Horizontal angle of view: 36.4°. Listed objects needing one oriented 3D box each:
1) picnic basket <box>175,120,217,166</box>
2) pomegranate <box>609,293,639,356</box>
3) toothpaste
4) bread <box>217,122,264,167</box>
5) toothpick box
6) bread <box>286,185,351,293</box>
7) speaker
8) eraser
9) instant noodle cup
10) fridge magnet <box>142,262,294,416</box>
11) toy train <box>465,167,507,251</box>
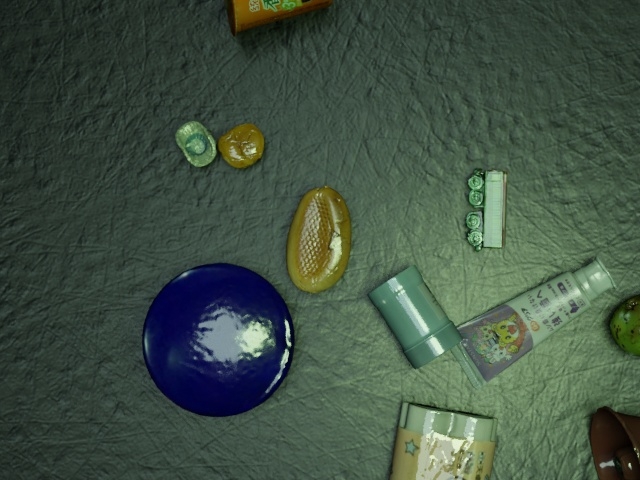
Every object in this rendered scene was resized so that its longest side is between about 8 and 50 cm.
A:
[{"bbox_3d":[-0.219,-0.174,1.728,0.065,0.083,0.083,-31,87,-5],"label":"picnic basket"},{"bbox_3d":[0.557,0.157,1.648,0.114,0.114,0.142,-39,113,0],"label":"pomegranate"},{"bbox_3d":[0.364,0.133,1.682,0.299,0.073,0.114,-33,84,8],"label":"toothpaste"},{"bbox_3d":[-0.141,-0.167,1.740,0.083,0.046,0.080,-2,83,4],"label":"bread"},{"bbox_3d":[0.162,0.131,1.672,0.101,0.101,0.153,-32,83,1],"label":"toothpick box"},{"bbox_3d":[0.000,0.000,1.706,0.114,0.077,0.189,8,87,24],"label":"bread"},{"bbox_3d":[0.637,0.383,1.592,0.330,0.198,0.259,-5,72,-5],"label":"speaker"},{"bbox_3d":[0.200,0.433,1.657,0.171,0.087,0.290,9,87,1],"label":"eraser"},{"bbox_3d":[-0.080,-0.478,1.682,0.183,0.230,0.230,-9,85,-6],"label":"instant noodle cup"},{"bbox_3d":[-0.175,0.171,1.683,0.266,0.112,0.265,0,87,4],"label":"fridge magnet"},{"bbox_3d":[0.291,-0.053,1.710,0.071,0.038,0.147,2,87,4],"label":"toy train"}]
